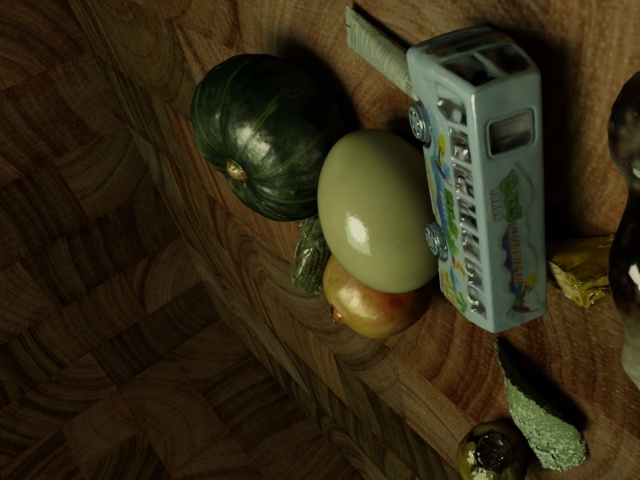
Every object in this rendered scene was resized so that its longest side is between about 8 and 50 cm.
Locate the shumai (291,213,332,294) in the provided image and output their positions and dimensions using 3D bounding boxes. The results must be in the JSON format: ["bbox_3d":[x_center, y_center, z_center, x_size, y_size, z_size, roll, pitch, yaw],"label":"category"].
[{"bbox_3d":[-0.005,0.004,1.115,0.142,0.184,0.184,46,158,42],"label":"shumai"}]

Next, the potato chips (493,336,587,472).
[{"bbox_3d":[0.341,0.270,0.918,0.167,0.059,0.228,36,158,56],"label":"potato chips"}]

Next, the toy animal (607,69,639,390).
[{"bbox_3d":[0.343,0.027,0.349,0.344,0.194,0.302,18,144,51],"label":"toy animal"}]

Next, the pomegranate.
[{"bbox_3d":[0.096,0.076,0.986,0.191,0.191,0.191,46,158,25],"label":"pomegranate"}]

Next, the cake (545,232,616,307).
[{"bbox_3d":[0.280,0.045,0.637,0.185,0.116,0.079,-6,115,62],"label":"cake"}]

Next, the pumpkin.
[{"bbox_3d":[-0.079,-0.173,0.979,0.300,0.207,0.300,32,153,19],"label":"pumpkin"}]

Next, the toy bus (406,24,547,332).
[{"bbox_3d":[0.180,-0.057,0.636,0.136,0.109,0.329,-117,10,-59],"label":"toy bus"}]

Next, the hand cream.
[{"bbox_3d":[0.092,-0.234,0.737,0.194,0.042,0.067,50,167,30],"label":"hand cream"}]

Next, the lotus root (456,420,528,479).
[{"bbox_3d":[0.325,0.422,1.075,0.138,0.138,0.214,36,161,42],"label":"lotus root"}]

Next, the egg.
[{"bbox_3d":[0.091,-0.041,0.816,0.186,0.186,0.241,-6,105,67],"label":"egg"}]
